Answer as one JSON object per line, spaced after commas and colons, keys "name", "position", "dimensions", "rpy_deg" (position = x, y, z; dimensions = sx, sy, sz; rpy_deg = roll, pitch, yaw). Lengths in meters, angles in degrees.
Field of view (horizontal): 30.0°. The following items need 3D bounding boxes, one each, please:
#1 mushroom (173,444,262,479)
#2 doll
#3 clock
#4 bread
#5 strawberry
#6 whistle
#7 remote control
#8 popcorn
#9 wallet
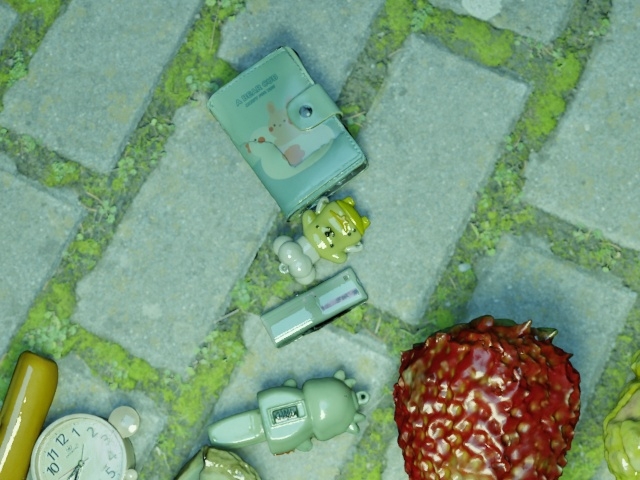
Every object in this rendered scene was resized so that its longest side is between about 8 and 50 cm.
{"name": "mushroom", "position": [-0.173, 0.453, 1.741], "dimensions": [0.164, 0.189, 0.267], "rpy_deg": [33, 47, -17]}
{"name": "doll", "position": [0.000, 0.000, 1.889], "dimensions": [0.162, 0.062, 0.106], "rpy_deg": [-38, 87, -4]}
{"name": "clock", "position": [-0.364, 0.347, 1.847], "dimensions": [0.155, 0.063, 0.229], "rpy_deg": [44, 87, 11]}
{"name": "bread", "position": [-0.470, 0.293, 1.858], "dimensions": [0.074, 0.092, 0.239], "rpy_deg": [19, 79, -15]}
{"name": "strawberry", "position": [0.233, 0.283, 1.675], "dimensions": [0.292, 0.292, 0.343], "rpy_deg": [-1, 61, 6]}
{"name": "whistle", "position": [-0.046, 0.270, 1.809], "dimensions": [0.253, 0.106, 0.102], "rpy_deg": [-15, 44, -5]}
{"name": "remote control", "position": [-0.010, 0.107, 1.881], "dimensions": [0.166, 0.029, 0.065], "rpy_deg": [-29, 74, -1]}
{"name": "popcorn", "position": [0.519, 0.272, 1.695], "dimensions": [0.259, 0.212, 0.259], "rpy_deg": [0, 83, 2]}
{"name": "wallet", "position": [-0.052, -0.178, 1.937], "dimensions": [0.176, 0.075, 0.250], "rpy_deg": [-36, 75, 3]}
